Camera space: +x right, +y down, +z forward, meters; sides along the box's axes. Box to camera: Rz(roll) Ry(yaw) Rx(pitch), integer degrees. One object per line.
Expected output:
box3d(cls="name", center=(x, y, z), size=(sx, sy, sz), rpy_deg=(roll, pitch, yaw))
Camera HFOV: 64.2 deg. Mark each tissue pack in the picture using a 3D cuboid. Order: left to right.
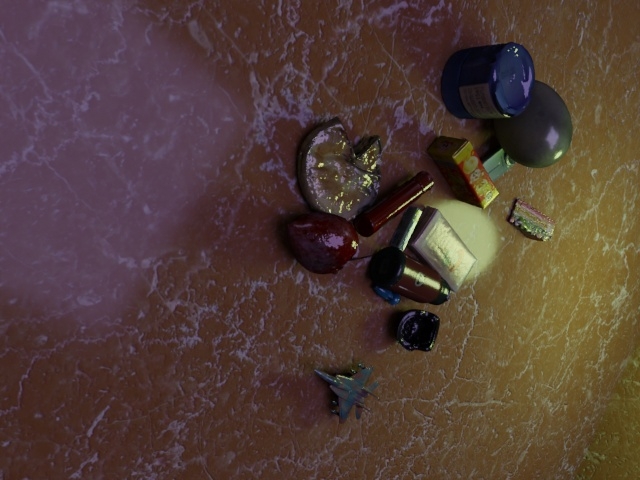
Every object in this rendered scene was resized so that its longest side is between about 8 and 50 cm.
box3d(cls="tissue pack", center=(0.453, 0.037, 1.902), size=(0.325, 0.071, 0.170), rpy_deg=(44, 77, -33))

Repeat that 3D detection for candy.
box3d(cls="candy", center=(0.512, -0.244, 1.830), size=(0.088, 0.146, 0.276), rpy_deg=(-46, 124, -6))

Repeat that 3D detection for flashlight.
box3d(cls="flashlight", center=(0.232, 0.185, 1.797), size=(0.129, 0.051, 0.051), rpy_deg=(39, 78, -31))

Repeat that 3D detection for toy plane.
box3d(cls="toy plane", center=(0.072, 0.490, 1.725), size=(0.326, 0.104, 0.223), rpy_deg=(38, 78, -30))

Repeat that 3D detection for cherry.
box3d(cls="cherry", center=(0.000, 0.000, 1.511), size=(0.250, 0.192, 0.175), rpy_deg=(24, 58, -34))

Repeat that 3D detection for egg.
box3d(cls="egg", center=(0.779, -0.430, 1.883), size=(0.258, 0.258, 0.352), rpy_deg=(10, 63, -36))

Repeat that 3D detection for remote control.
box3d(cls="remote control", center=(0.687, -0.302, 1.998), size=(0.247, 0.052, 0.104), rpy_deg=(-35, 120, -24))

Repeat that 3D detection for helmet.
box3d(cls="helmet", center=(0.342, 0.319, 1.872), size=(0.177, 0.107, 0.153), rpy_deg=(13, 96, -17))

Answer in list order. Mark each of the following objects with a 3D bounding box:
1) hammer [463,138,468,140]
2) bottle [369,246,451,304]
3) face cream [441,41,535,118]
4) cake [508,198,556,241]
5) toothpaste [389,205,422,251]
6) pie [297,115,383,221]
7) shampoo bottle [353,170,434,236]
box3d(cls="hammer", center=(0.520, -0.323, 1.904), size=(0.029, 0.014, 0.123), rpy_deg=(29, 86, -22))
box3d(cls="bottle", center=(0.330, 0.143, 1.797), size=(0.336, 0.144, 0.144), rpy_deg=(27, 85, -37))
box3d(cls="face cream", center=(0.584, -0.547, 1.767), size=(0.249, 0.225, 0.249), rpy_deg=(-10, 107, -34))
box3d(cls="cake", center=(0.894, -0.083, 2.201), size=(0.225, 0.090, 0.109), rpy_deg=(28, 87, -17))
box3d(cls="toothpaste", center=(0.300, -0.045, 1.793), size=(0.034, 0.046, 0.164), rpy_deg=(32, 82, -39))
box3d(cls="pie", center=(0.065, -0.209, 1.578), size=(0.337, 0.075, 0.337), rpy_deg=(-12, 113, -31))
box3d(cls="shampoo bottle", center=(0.250, -0.125, 1.700), size=(0.314, 0.118, 0.076), rpy_deg=(-36, 85, -24))
